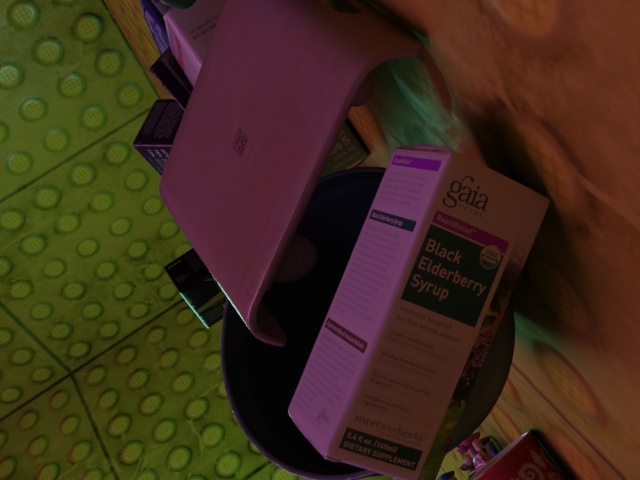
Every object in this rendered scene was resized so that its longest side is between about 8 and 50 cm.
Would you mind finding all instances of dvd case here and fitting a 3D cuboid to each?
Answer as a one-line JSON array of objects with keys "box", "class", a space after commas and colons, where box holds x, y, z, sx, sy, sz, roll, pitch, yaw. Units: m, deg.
[{"box": [-0.160, -0.227, 1.242, 0.180, 0.022, 0.253, 50, -160, -19], "class": "dvd case"}]

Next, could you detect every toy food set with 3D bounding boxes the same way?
[{"box": [-0.037, -0.086, 0.765, 0.093, 0.306, 0.219, 5, -148, -38], "class": "toy food set"}]

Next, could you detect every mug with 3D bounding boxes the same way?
[{"box": [0.281, 0.351, 1.072, 0.169, 0.113, 0.150, 49, 157, 16], "class": "mug"}]

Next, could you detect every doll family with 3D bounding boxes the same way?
[{"box": [0.293, 0.413, 1.348, 0.163, 0.119, 0.263, 59, 156, 29], "class": "doll family"}]

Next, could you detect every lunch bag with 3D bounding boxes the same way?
[{"box": [-0.230, -0.334, 1.465, 0.176, 0.090, 0.219, 55, 171, 28], "class": "lunch bag"}]

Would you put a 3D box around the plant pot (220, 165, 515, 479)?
[{"box": [0.073, 0.095, 0.830, 0.196, 0.293, 0.293, 23, -160, -48], "class": "plant pot"}]

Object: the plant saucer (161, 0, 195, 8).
[{"box": [-0.186, -0.381, 0.798, 0.317, 0.044, 0.317, 59, -163, -31], "class": "plant saucer"}]

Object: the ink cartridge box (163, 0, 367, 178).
[{"box": [-0.074, -0.176, 1.058, 0.272, 0.115, 0.198, 57, 172, -1], "class": "ink cartridge box"}]

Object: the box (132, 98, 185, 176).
[{"box": [-0.196, -0.163, 1.458, 0.207, 0.108, 0.153, 5, 150, 31], "class": "box"}]

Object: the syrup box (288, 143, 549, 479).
[{"box": [0.071, 0.052, 0.632, 0.093, 0.236, 0.096, 22, -179, -22], "class": "syrup box"}]

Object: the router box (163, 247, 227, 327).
[{"box": [-0.182, 0.052, 1.917, 0.081, 0.309, 0.243, 53, 171, 25], "class": "router box"}]

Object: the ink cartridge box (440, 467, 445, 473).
[{"box": [0.224, 0.393, 1.752, 0.180, 0.060, 0.104, 58, 171, -11], "class": "ink cartridge box"}]
